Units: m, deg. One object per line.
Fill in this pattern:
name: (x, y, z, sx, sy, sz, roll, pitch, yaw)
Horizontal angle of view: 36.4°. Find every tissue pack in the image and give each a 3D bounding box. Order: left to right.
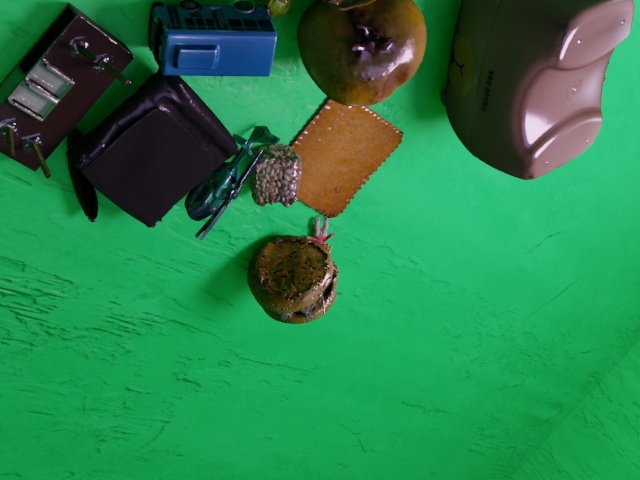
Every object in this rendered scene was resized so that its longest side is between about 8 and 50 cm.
tissue pack: (0.386, -0.331, 1.809, 0.267, 0.277, 0.387, -25, 141, -28)

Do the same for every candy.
candy: (-0.110, -0.340, 1.583, 0.194, 0.058, 0.062, -50, 172, 27)
candy: (-0.082, -0.116, 1.780, 0.095, 0.085, 0.110, -4, 121, -10)

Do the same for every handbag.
handbag: (-0.272, -0.152, 1.598, 0.223, 0.080, 0.247, -39, 147, 1)

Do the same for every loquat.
loquat: (0.072, -0.321, 1.600, 0.213, 0.213, 0.213, -21, 138, -21)

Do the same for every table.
table: (-0.386, -0.205, 1.435, 0.240, 0.111, 0.121, -47, 139, 9)

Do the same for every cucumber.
cucumber: (-0.390, -0.106, 1.589, 0.036, 0.033, 0.184, -4, 133, -4)

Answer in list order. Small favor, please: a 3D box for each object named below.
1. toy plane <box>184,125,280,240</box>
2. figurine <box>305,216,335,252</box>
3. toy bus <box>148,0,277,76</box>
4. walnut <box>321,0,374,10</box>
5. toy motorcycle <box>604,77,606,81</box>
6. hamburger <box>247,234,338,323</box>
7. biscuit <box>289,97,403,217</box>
toy plane: (-0.169, -0.112, 1.712, 0.235, 0.096, 0.060, -55, 145, -9)
figurine: (0.000, 0.000, 1.988, 0.064, 0.047, 0.109, -5, 128, -8)
toy bus: (-0.166, -0.307, 1.496, 0.184, 0.106, 0.090, -3, 136, -18)
walnut: (0.000, -0.469, 1.463, 0.204, 0.141, 0.238, -13, 115, -1)
toy motorcycle: (0.529, -0.332, 2.061, 0.212, 0.084, 0.118, -24, 130, -26)
hamburger: (-0.047, 0.076, 1.913, 0.177, 0.185, 0.113, -33, 146, -15)
biscuit: (0.031, -0.161, 1.883, 0.232, 0.013, 0.237, -49, 139, 12)
